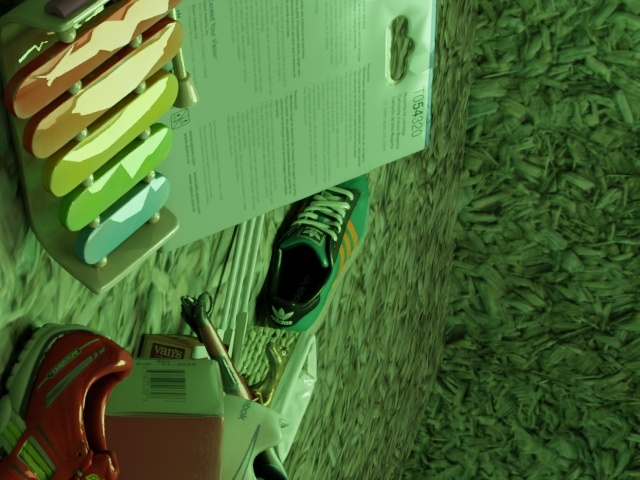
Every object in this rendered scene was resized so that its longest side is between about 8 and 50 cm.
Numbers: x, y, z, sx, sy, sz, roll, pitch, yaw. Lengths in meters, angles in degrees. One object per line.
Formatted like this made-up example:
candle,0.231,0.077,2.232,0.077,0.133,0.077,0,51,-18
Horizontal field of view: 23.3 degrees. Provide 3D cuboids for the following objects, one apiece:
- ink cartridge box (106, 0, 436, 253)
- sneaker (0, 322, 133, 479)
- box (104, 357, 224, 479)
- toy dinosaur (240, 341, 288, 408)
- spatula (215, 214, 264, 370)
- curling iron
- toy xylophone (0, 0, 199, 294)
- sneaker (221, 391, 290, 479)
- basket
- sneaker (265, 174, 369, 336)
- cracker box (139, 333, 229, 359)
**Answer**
ink cartridge box,-0.041,-0.168,1.561,0.330,0.071,0.324,-23,141,-19
sneaker,-0.241,0.208,1.379,0.107,0.118,0.279,63,41,-70
box,-0.169,0.253,1.606,0.148,0.127,0.232,-109,-158,-70
toy dinosaur,-0.088,0.217,1.870,0.112,0.064,0.211,-29,155,-52
spatula,-0.108,0.067,1.945,0.168,0.019,0.242,139,-39,-71
curling iron,-0.091,0.170,1.769,0.068,0.035,0.274,-90,157,-65
toy xylophone,-0.172,-0.122,1.315,0.236,0.081,0.323,-48,152,-27
sneaker,-0.105,0.301,1.752,0.111,0.129,0.297,-61,160,-56
basket,-0.077,0.212,2.160,0.113,0.103,0.167,89,18,-47
sneaker,0.000,0.000,2.283,0.121,0.108,0.302,86,21,-65
cracker box,-0.178,0.226,1.807,0.156,0.067,0.232,15,87,-78
